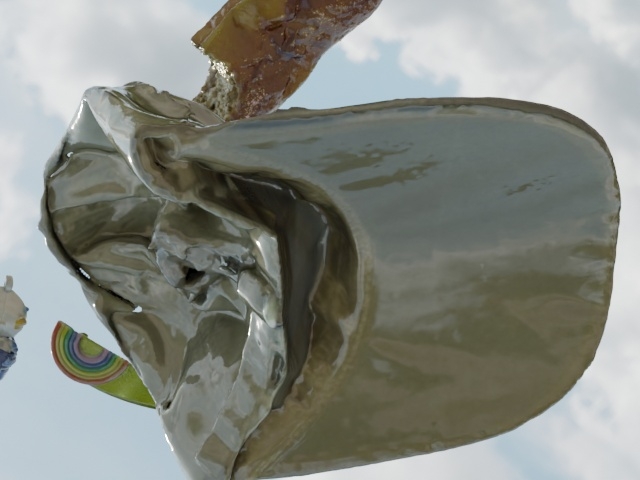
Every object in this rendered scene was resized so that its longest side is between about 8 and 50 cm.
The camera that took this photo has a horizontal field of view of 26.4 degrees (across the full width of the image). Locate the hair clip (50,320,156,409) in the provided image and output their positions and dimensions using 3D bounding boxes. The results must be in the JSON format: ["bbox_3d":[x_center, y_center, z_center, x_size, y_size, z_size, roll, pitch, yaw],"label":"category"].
[{"bbox_3d":[-0.270,0.172,1.756,0.188,0.060,0.033,31,-169,-18],"label":"hair clip"}]

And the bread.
[{"bbox_3d":[-0.060,-0.299,1.934,0.109,0.380,0.185,42,178,37],"label":"bread"}]

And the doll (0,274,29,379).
[{"bbox_3d":[-0.353,0.133,1.451,0.057,0.227,0.114,11,-146,-15],"label":"doll"}]

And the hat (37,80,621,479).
[{"bbox_3d":[0.000,0.000,0.634,0.245,0.214,0.149,-14,-142,-14],"label":"hat"}]
